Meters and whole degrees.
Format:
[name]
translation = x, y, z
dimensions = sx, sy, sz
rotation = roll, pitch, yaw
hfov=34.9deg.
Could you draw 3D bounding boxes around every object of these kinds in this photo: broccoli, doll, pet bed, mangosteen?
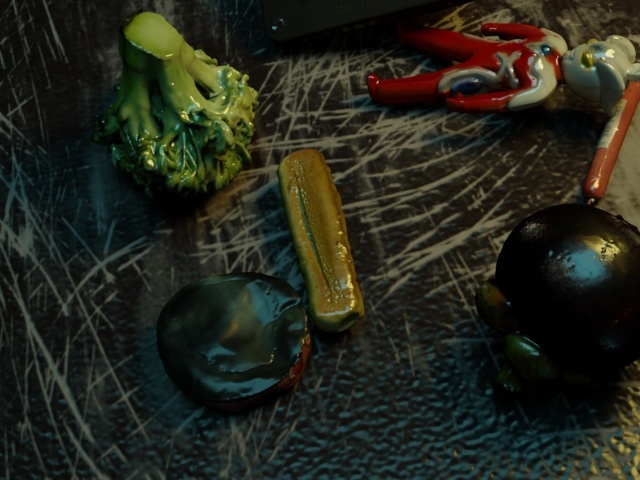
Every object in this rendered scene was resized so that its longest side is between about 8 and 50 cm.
[broccoli]
translation = -0.197, -0.206, 1.399
dimensions = 0.248, 0.245, 0.288
rotation = -32, 61, -26
[doll]
translation = 0.264, -0.243, 1.438
dimensions = 0.384, 0.099, 0.188
rotation = 8, 55, 24
[pet bed]
translation = -0.106, 0.121, 1.264
dimensions = 0.201, 0.053, 0.201
rotation = -5, 53, 6
[mangosteen]
translation = 0.278, 0.078, 1.167
dimensions = 0.250, 0.211, 0.211
rotation = -52, 58, 10

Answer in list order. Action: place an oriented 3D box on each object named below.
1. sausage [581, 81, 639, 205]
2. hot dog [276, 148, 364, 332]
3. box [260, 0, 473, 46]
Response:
[sausage]
translation = 0.403, -0.145, 1.397
dimensions = 0.034, 0.034, 0.253
rotation = 18, 59, 20
[hot dog]
translation = -0.002, -0.002, 1.333
dimensions = 0.088, 0.061, 0.285
rotation = -11, 53, 3
[box]
translation = 0.070, -0.427, 1.531
dimensions = 0.350, 0.058, 0.211
rotation = -10, 81, 22
